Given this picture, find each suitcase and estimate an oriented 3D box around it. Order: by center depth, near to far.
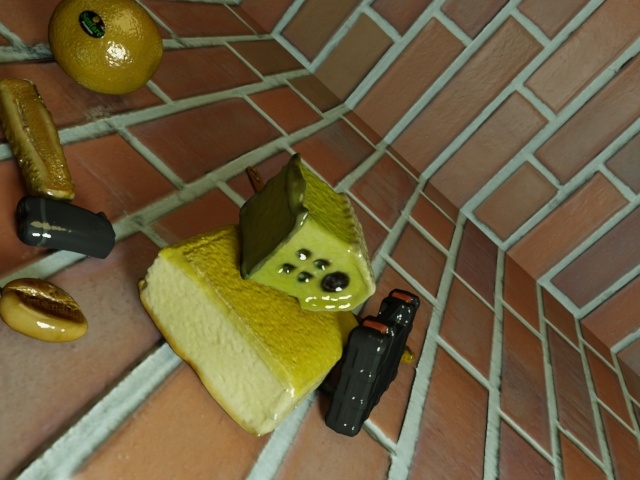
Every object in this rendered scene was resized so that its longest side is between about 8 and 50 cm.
[{"bbox_3d":[0.104,0.219,1.216,0.066,0.206,0.285,20,18,17],"label":"suitcase"}]

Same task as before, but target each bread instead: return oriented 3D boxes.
[{"bbox_3d":[-0.107,0.126,1.118,0.323,0.143,0.333,48,25,8],"label":"bread"}]

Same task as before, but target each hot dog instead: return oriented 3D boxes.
[{"bbox_3d":[-0.381,0.094,0.862,0.140,0.060,0.089,31,22,-40],"label":"hot dog"},{"bbox_3d":[-0.490,-0.167,1.109,0.083,0.068,0.288,-11,59,-33],"label":"hot dog"}]

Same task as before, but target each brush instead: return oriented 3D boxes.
[{"bbox_3d":[-0.130,-0.084,1.583,0.090,0.017,0.314,24,30,-42],"label":"brush"}]

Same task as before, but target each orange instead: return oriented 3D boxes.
[{"bbox_3d":[-0.458,-0.424,1.394,0.236,0.236,0.236,34,26,-19],"label":"orange"}]

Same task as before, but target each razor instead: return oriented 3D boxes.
[{"bbox_3d":[-0.397,-0.019,1.020,0.148,0.054,0.090,17,38,-43],"label":"razor"}]

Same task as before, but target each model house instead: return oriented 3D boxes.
[{"bbox_3d":[0.000,0.000,1.099,0.234,0.174,0.193,27,30,-28],"label":"model house"}]

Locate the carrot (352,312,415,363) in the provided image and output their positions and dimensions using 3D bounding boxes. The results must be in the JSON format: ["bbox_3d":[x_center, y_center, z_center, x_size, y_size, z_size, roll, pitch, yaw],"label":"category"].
[{"bbox_3d":[0.102,0.205,1.403,0.314,0.066,0.066,29,28,-30],"label":"carrot"}]
